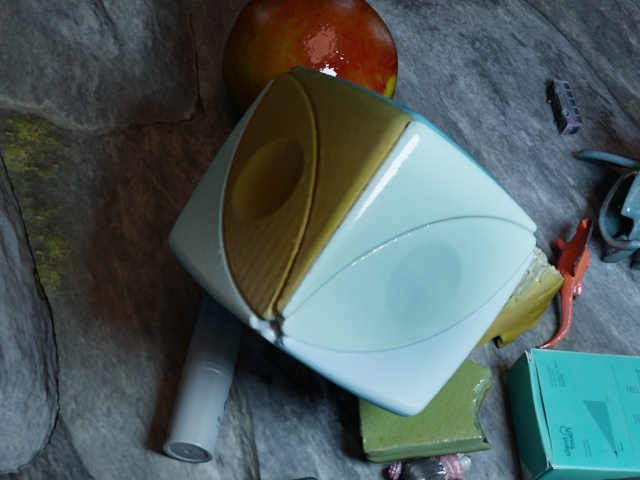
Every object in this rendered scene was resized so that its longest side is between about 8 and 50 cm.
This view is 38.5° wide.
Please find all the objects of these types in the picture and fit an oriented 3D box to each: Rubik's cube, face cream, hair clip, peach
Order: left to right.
[{"bbox_3d":[-0.170,0.202,1.372,0.077,0.077,0.250,14,55,-6],"label":"face cream"},{"bbox_3d":[-0.024,-0.320,1.641,0.307,0.308,0.332,-9,55,-21],"label":"peach"},{"bbox_3d":[0.041,-0.001,1.296,0.347,0.351,0.352,-55,41,-2],"label":"Rubik's cube"},{"bbox_3d":[0.669,-0.062,1.669,0.318,0.392,0.238,12,79,-9],"label":"hair clip"}]

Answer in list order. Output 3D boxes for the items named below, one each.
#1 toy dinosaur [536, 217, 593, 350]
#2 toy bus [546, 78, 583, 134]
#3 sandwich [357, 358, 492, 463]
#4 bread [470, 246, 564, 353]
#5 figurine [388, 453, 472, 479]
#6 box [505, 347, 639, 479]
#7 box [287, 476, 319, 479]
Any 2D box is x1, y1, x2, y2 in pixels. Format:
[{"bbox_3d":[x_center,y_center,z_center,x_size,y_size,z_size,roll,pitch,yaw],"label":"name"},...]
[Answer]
[{"bbox_3d":[0.444,0.054,1.602,0.070,0.139,0.286,24,54,3],"label":"toy dinosaur"},{"bbox_3d":[0.508,-0.277,1.909,0.052,0.037,0.131,5,54,-18],"label":"toy bus"},{"bbox_3d":[0.160,0.217,1.423,0.212,0.063,0.245,-7,54,4],"label":"sandwich"},{"bbox_3d":[0.300,0.081,1.585,0.211,0.224,0.184,20,30,-56],"label":"bread"},{"bbox_3d":[0.169,0.344,1.383,0.129,0.054,0.072,-21,60,-29],"label":"figurine"},{"bbox_3d":[0.464,0.293,1.458,0.311,0.118,0.205,5,53,-13],"label":"box"},{"bbox_3d":[-0.048,0.448,1.255,0.160,0.050,0.230,-6,58,-18],"label":"box"}]
